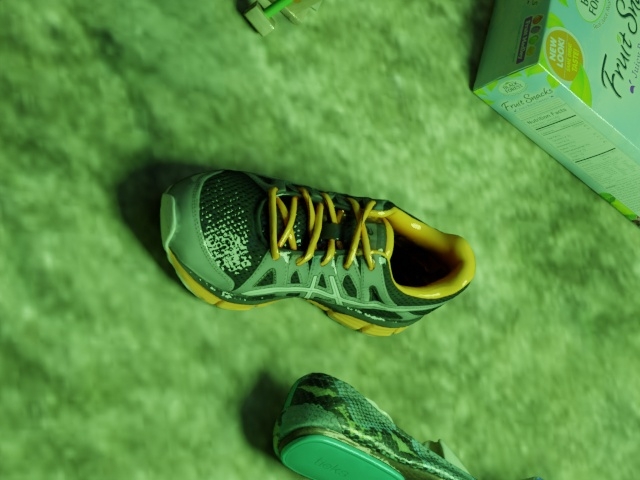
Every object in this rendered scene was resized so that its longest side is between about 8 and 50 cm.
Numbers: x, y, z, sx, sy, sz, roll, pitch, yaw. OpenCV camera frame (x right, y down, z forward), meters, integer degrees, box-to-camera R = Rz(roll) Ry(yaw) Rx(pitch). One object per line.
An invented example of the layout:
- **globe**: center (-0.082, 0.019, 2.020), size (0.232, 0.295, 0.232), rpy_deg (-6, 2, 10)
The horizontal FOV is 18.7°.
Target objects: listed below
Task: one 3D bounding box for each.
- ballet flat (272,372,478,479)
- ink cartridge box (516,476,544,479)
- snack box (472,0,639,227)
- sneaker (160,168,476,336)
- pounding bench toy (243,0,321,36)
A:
- **ballet flat**: center (0.050, 0.135, 1.152), size (0.188, 0.070, 0.070), rpy_deg (38, 52, -32)
- **ink cartridge box**: center (0.137, 0.261, 1.197), size (0.097, 0.046, 0.207), rpy_deg (32, 55, -34)
- **snack box**: center (0.216, -0.128, 1.402), size (0.207, 0.070, 0.174), rpy_deg (34, 54, -28)
- **sneaker**: center (0.000, 0.000, 1.138), size (0.215, 0.083, 0.084), rpy_deg (12, 68, -39)
- **pounding bench toy**: center (-0.008, -0.167, 1.204), size (0.052, 0.065, 0.083), rpy_deg (42, 50, -25)
